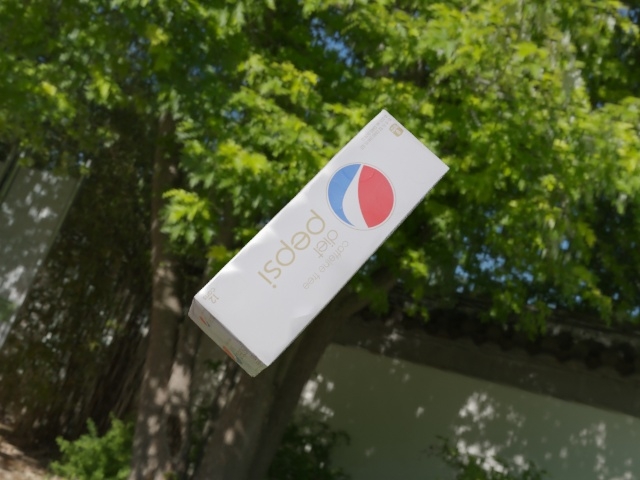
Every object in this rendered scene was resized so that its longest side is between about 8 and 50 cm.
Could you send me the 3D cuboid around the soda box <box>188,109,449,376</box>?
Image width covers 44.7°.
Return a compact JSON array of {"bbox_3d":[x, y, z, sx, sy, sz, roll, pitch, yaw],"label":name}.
[{"bbox_3d":[0.000,0.000,0.600,0.074,0.216,0.069,43,-21,2],"label":"soda box"}]
